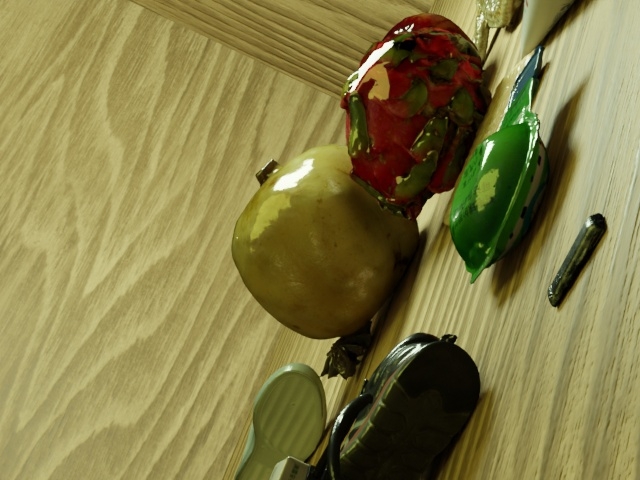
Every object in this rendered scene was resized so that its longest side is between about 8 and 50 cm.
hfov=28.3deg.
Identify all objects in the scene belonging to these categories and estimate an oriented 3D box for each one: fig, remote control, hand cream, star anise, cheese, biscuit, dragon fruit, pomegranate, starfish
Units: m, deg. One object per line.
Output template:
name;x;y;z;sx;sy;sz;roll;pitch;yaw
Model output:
fig;0.181;-0.289;2.275;0.263;0.224;0.224;-140;75;-83
remote control;0.238;0.018;1.193;0.039;0.014;0.096;-76;11;-66
hand cream;0.329;-0.356;1.815;0.248;0.083;0.133;94;-159;-76
star anise;0.043;0.200;2.165;0.124;0.056;0.129;-42;16;20
cheese;0.223;-0.092;1.511;0.204;0.083;0.320;119;172;-58
biscuit;0.247;-0.141;1.815;0.160;0.030;0.249;134;160;-75
dragon fruit;0.149;-0.184;1.981;0.231;0.237;0.302;10;-85;-70
pomegranate;0.000;0.000;2.152;0.332;0.332;0.332;-155;90;-85
starfish;0.357;-0.526;2.340;0.324;0.082;0.432;117;179;-62

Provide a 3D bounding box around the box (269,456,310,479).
box;-0.019;0.368;1.465;0.073;0.139;0.194;129;165;-67

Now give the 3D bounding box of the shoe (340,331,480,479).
shoe;0.071;0.217;1.397;0.291;0.114;0.137;-61;11;16

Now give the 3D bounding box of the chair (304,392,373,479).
chair;0.029;0.303;1.268;0.154;0.141;0.260;-73;7;-57

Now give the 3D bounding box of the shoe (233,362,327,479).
shoe;-0.060;0.320;2.292;0.160;0.132;0.363;-69;0;-50
